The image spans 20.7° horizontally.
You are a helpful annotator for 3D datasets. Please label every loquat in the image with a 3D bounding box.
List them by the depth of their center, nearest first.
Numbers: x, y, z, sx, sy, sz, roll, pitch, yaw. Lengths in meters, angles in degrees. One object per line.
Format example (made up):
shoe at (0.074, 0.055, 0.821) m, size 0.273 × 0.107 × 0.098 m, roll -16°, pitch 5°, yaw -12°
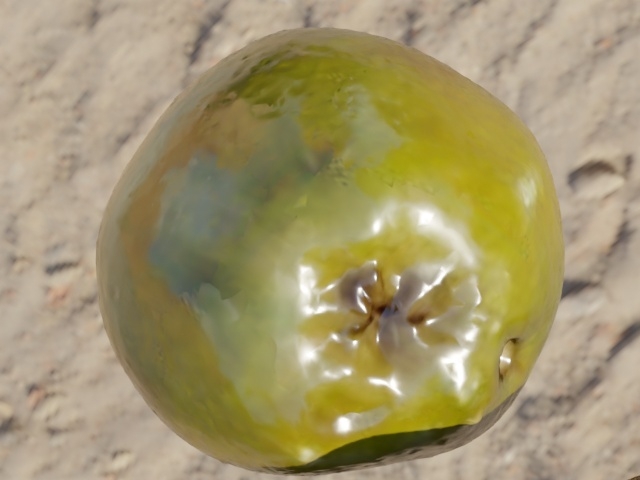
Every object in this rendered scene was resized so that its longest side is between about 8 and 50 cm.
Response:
loquat at (0.000, 0.000, 0.809) m, size 0.213 × 0.213 × 0.246 m, roll -43°, pitch 22°, yaw 4°

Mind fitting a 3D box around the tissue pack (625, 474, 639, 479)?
tissue pack at (0.116, 0.253, 0.698) m, size 0.194 × 0.145 × 0.275 m, roll -31°, pitch 82°, yaw 41°
